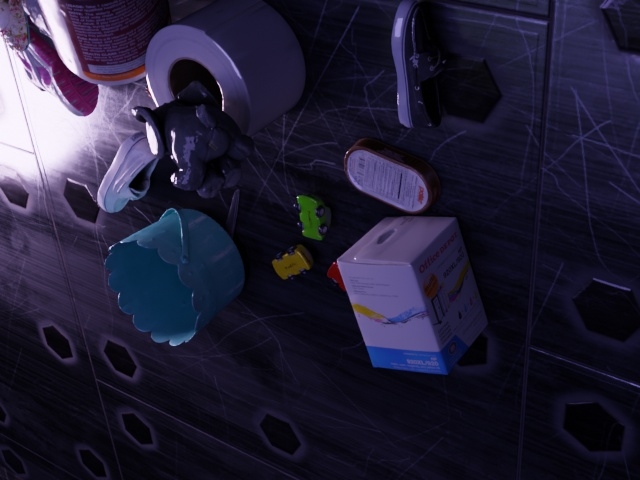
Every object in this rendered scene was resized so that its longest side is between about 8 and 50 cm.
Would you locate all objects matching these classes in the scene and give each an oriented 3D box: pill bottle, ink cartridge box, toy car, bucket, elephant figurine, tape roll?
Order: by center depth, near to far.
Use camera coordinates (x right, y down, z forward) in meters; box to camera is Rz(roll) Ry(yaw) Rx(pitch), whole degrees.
[{"bbox_3d":[-0.381,-0.458,1.643,0.224,0.224,0.392,38,161,12],"label":"pill bottle"},{"bbox_3d":[-0.245,-0.191,1.657,0.239,0.169,0.186,41,112,33],"label":"elephant figurine"},{"bbox_3d":[0.170,0.094,1.741,0.168,0.171,0.232,1,121,40],"label":"ink cartridge box"},{"bbox_3d":[-0.172,-0.303,1.741,0.246,0.169,0.246,23,134,27],"label":"tape roll"},{"bbox_3d":[0.000,0.000,1.908,0.239,0.053,0.225,15,128,32],"label":"toy car"},{"bbox_3d":[-0.315,0.073,2.111,0.281,0.183,0.281,23,131,28],"label":"bucket"}]

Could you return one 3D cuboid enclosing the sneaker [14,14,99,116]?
[{"bbox_3d":[-0.580,-0.369,2.106,0.252,0.103,0.111,55,141,6],"label":"sneaker"}]

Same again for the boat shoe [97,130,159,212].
[{"bbox_3d":[-0.426,-0.131,2.147,0.084,0.095,0.258,46,140,10],"label":"boat shoe"}]

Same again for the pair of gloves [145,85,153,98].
[{"bbox_3d":[-0.332,-0.318,1.987,0.074,0.010,0.083,37,135,16],"label":"pair of gloves"}]

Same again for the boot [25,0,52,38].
[{"bbox_3d":[-0.535,-0.446,2.019,0.123,0.095,0.258,-9,105,51],"label":"boot"}]

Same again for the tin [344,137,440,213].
[{"bbox_3d":[0.126,-0.114,1.727,0.190,0.040,0.106,26,138,24],"label":"tin"}]

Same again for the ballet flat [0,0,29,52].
[{"bbox_3d":[-0.673,-0.510,2.017,0.091,0.077,0.241,-20,79,38],"label":"ballet flat"}]

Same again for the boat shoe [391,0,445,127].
[{"bbox_3d":[0.164,-0.277,1.539,0.076,0.080,0.228,15,130,25],"label":"boat shoe"}]

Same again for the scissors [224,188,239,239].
[{"bbox_3d":[-0.197,0.002,2.109,0.109,0.021,0.297,46,138,7],"label":"scissors"}]
